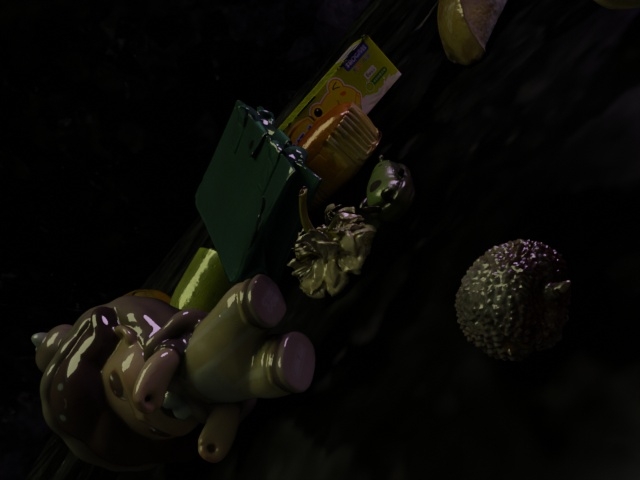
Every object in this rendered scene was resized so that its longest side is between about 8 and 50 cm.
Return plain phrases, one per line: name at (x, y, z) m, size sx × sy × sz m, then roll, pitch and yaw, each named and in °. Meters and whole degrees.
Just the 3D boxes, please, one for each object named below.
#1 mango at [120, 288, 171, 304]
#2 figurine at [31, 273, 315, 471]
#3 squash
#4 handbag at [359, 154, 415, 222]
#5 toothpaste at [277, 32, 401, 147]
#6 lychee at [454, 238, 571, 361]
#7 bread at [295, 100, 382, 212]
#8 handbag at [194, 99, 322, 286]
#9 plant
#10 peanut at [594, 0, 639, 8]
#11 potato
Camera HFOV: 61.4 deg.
mango at (-0.386, 0.240, 1.146) m, size 0.177 × 0.175 × 0.330 m, roll 98°, pitch 167°, yaw -45°
figurine at (-0.179, 0.155, 0.649) m, size 0.380 × 0.248 × 0.203 m, roll -24°, pitch 25°, yaw 35°
squash at (-0.215, 0.114, 1.001) m, size 0.123 × 0.123 × 0.187 m, roll -25°, pitch 36°, yaw 59°
handbag at (0.081, -0.064, 0.658) m, size 0.072 × 0.047 × 0.111 m, roll -42°, pitch 21°, yaw 31°
toothpaste at (0.018, -0.257, 1.083) m, size 0.327 × 0.110 × 0.077 m, roll -50°, pitch 20°, yaw -7°
lychee at (0.118, 0.036, 0.324) m, size 0.067 × 0.068 × 0.083 m, roll -13°, pitch -15°, yaw -36°
bread at (0.011, -0.151, 0.940) m, size 0.190 × 0.114 × 0.132 m, roll -42°, pitch 16°, yaw 18°
handbag at (-0.120, -0.088, 0.923) m, size 0.239 × 0.089 × 0.326 m, roll -66°, pitch 32°, yaw 22°
plant at (0.000, 0.000, 0.634) m, size 0.116 × 0.122 × 0.104 m, roll -46°, pitch 27°, yaw -2°
peanut at (0.292, -0.259, 0.408) m, size 0.194 × 0.093 × 0.083 m, roll -37°, pitch 8°, yaw 49°
potato at (0.225, -0.371, 0.811) m, size 0.261 × 0.100 × 0.120 m, roll -59°, pitch 18°, yaw -23°
